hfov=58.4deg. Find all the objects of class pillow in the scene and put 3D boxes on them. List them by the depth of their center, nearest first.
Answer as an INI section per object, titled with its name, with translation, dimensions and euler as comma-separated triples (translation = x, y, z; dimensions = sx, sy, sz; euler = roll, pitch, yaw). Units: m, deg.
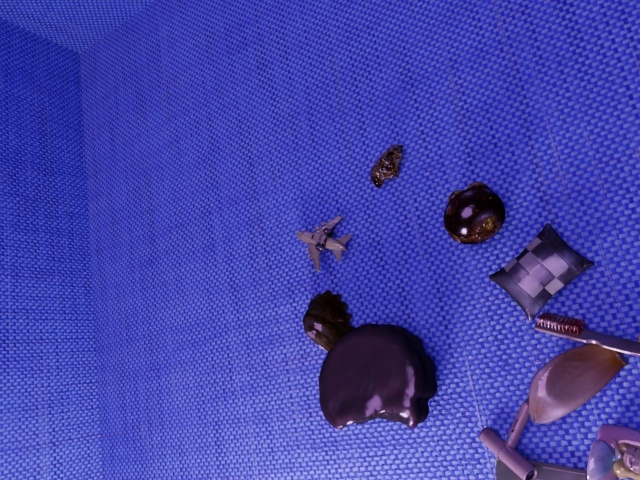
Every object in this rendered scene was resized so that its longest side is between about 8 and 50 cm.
[pillow]
translation = 0.654, 0.092, 1.704
dimensions = 0.250, 0.106, 0.186
euler = -46, 61, 15

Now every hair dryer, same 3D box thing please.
[hair dryer]
translation = 0.600, 0.561, 1.680
dimensions = 0.220, 0.054, 0.195
euler = -52, 34, 1

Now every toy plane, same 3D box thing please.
[toy plane]
translation = 0.000, 0.000, 2.169
dimensions = 0.244, 0.092, 0.229
euler = 17, 77, 32

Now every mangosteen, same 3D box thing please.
[mangosteen]
translation = 0.476, -0.095, 1.819
dimensions = 0.192, 0.192, 0.217
euler = -45, 37, 20

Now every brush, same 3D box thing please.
[brush]
translation = 0.756, 0.257, 1.593
dimensions = 0.321, 0.060, 0.050
euler = 12, 119, 47

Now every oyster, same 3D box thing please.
[oyster]
translation = 0.243, -0.266, 2.042
dimensions = 0.056, 0.105, 0.177
euler = 27, 76, 46

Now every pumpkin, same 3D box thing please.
[pumpkin]
translation = 0.022, 0.281, 2.078
dimensions = 0.130, 0.149, 0.254
euler = -51, 58, 26

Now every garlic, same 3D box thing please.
[garlic]
translation = 0.709, 0.388, 1.618
dimensions = 0.318, 0.112, 0.143
euler = -42, 72, 14

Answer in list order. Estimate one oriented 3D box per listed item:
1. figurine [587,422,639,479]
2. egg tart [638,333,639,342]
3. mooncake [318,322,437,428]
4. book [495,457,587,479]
[figurine]
translation = 0.834, 0.635, 1.421
dimensions = 0.316, 0.284, 0.206
euler = 2, 127, 45
[egg tart]
translation = 0.924, 0.271, 1.528
dimensions = 0.130, 0.052, 0.130
euler = -7, 77, 33
[mooncake]
translation = 0.194, 0.452, 1.893
dimensions = 0.381, 0.212, 0.350
euler = -1, 78, 34
[book]
translation = 0.636, 0.831, 1.644
dimensions = 0.260, 0.043, 0.370
euler = -1, 83, 32
